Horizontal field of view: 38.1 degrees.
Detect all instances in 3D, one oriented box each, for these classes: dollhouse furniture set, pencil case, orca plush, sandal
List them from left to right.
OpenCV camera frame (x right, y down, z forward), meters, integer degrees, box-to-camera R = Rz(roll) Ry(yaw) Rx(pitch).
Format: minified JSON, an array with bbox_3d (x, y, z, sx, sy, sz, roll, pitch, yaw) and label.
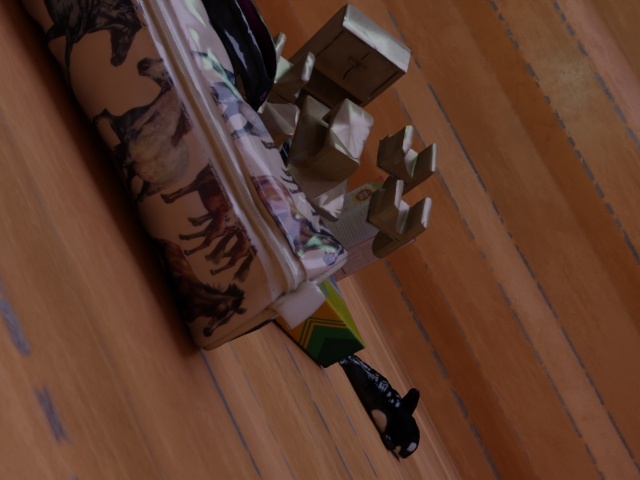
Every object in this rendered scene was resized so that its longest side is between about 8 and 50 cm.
[{"bbox_3d":[-0.124,-0.103,0.842,0.410,0.160,0.183,63,-12,2],"label":"pencil case"},{"bbox_3d":[-0.129,-0.303,1.266,0.167,0.107,0.445,10,73,-69],"label":"sandal"},{"bbox_3d":[-0.003,-0.194,1.675,0.362,0.256,0.394,32,48,-22],"label":"dollhouse furniture set"},{"bbox_3d":[0.137,0.295,1.789,0.287,0.102,0.151,61,5,-11],"label":"orca plush"}]

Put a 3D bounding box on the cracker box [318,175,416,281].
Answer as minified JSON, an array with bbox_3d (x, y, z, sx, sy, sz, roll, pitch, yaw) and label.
[{"bbox_3d":[0.048,-0.011,1.772,0.067,0.232,0.155,60,6,-38],"label":"cracker box"}]

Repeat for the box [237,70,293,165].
[{"bbox_3d":[-0.122,-0.227,2.008,0.318,0.097,0.395,59,6,-17],"label":"box"}]

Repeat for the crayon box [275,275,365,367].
[{"bbox_3d":[-0.042,0.048,1.386,0.202,0.081,0.318,65,5,29],"label":"crayon box"}]
